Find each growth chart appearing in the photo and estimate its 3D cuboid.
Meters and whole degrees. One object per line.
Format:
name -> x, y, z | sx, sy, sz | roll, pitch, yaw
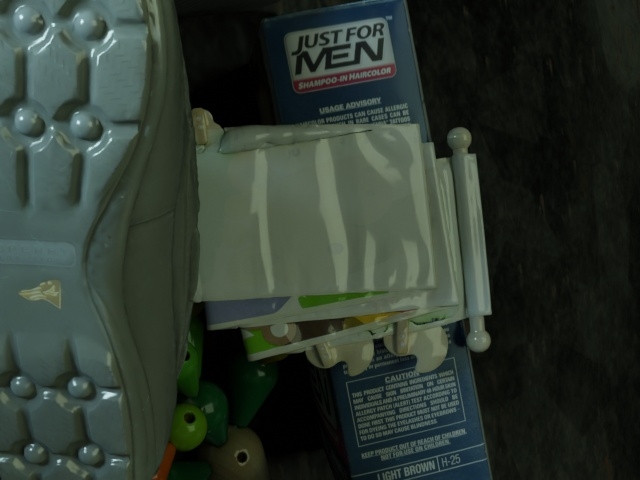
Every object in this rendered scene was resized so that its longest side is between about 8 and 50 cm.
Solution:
growth chart -> 0.000, 0.000, 0.499 | 0.237, 0.021, 0.172 | 2, 92, -11

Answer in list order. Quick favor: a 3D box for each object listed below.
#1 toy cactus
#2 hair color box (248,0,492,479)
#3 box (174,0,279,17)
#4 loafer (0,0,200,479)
toy cactus -> -0.086, 0.132, 0.551 | 0.219, 0.112, 0.181 | -61, 146, -36
hair color box -> 0.029, 0.011, 0.607 | 0.105, 0.174, 0.348 | -11, 94, -8
box -> -0.126, -0.260, 0.489 | 0.345, 0.168, 0.215 | -23, 102, -47
loafer -> -0.113, -0.024, 0.373 | 0.111, 0.112, 0.320 | -79, 175, -68
